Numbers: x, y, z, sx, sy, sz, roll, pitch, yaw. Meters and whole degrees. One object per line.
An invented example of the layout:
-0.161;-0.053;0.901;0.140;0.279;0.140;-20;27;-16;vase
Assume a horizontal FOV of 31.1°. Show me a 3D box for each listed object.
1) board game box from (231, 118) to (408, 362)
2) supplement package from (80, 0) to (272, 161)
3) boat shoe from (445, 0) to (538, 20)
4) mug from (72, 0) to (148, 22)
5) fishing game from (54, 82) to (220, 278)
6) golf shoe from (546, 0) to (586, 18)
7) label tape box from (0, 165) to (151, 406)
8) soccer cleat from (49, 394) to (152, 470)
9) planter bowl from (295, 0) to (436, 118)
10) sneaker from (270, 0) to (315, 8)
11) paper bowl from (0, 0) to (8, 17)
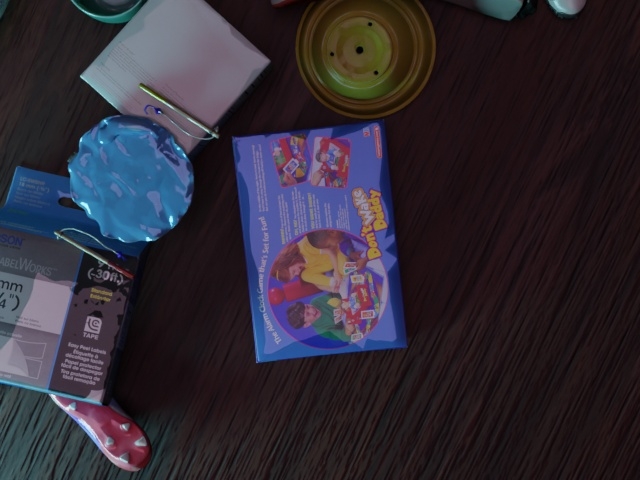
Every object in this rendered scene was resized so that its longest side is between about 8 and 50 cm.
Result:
0.000;0.000;1.763;0.233;0.078;0.347;-6;93;1;board game box
-0.207;-0.251;1.714;0.194;0.149;0.203;42;93;-3;supplement package
0.179;-0.457;1.725;0.341;0.127;0.158;19;81;-3;boat shoe
-0.302;-0.389;1.733;0.158;0.097;0.129;20;93;-1;mug
-0.272;-0.088;1.653;0.189;0.041;0.264;29;103;1;fishing game
0.370;-0.435;1.726;0.077;0.094;0.198;-6;95;0;golf shoe
-0.397;0.059;1.720;0.241;0.106;0.333;12;80;-1;label tape box
-0.353;0.260;1.788;0.083;0.095;0.248;-39;77;-21;soccer cleat
0.063;-0.287;1.720;0.217;0.090;0.217;1;101;7;planter bowl
-0.011;-0.420;1.659;0.087;0.221;0.128;-19;94;-38;sneaker
-0.601;-0.405;1.711;0.284;0.148;0.284;0;94;1;paper bowl
